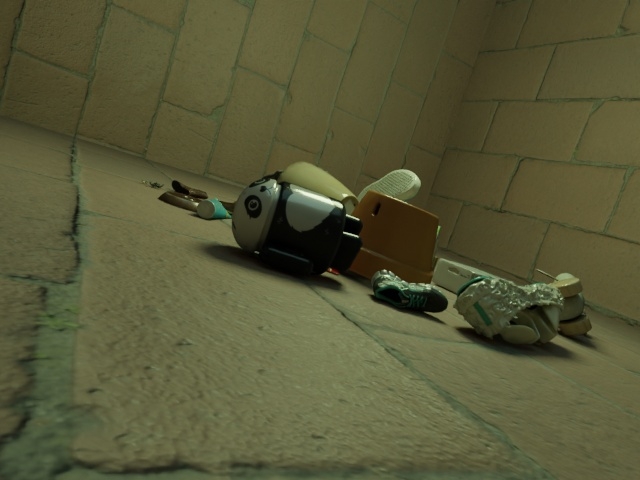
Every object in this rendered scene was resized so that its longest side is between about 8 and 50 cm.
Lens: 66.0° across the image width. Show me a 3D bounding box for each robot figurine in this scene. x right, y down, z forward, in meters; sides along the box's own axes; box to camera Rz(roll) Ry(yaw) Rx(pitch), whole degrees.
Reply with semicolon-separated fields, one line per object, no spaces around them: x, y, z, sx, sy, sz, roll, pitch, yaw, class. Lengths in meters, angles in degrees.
-0.050;-0.030;1.057;0.277;0.174;0.209;18;3;-10;robot figurine

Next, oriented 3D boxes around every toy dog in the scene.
0.720;0.187;1.516;0.160;0.220;0.333;-14;-17;24;toy dog

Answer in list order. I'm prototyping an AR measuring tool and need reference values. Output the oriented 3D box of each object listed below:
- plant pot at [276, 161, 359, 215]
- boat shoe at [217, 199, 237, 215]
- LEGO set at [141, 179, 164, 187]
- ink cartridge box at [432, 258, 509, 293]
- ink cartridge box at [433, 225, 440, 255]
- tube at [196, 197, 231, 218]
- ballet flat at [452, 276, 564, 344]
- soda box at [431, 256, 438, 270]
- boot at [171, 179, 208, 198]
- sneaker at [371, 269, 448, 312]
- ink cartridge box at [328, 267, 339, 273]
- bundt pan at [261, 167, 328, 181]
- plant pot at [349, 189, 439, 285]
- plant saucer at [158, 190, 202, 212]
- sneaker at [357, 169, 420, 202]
0.005;-0.140;1.817;0.256;0.257;0.273;12;8;-46;plant pot
-0.258;-0.101;1.593;0.177;0.060;0.064;19;-5;4;boat shoe
-0.580;-0.192;1.712;0.083;0.024;0.054;6;-4;33;LEGO set
0.490;0.135;1.603;0.208;0.087;0.153;15;7;-36;ink cartridge box
0.269;-0.021;1.897;0.353;0.119;0.207;20;-19;18;ink cartridge box
-0.311;-0.093;1.456;0.080;0.052;0.207;57;4;-3;tube
0.443;0.172;1.091;0.408;0.147;0.147;9;10;-41;ballet flat
0.388;0.067;2.037;0.181;0.062;0.058;22;8;32;soda box
-0.487;-0.189;1.850;0.106;0.037;0.114;35;15;23;boot
0.181;0.120;1.024;0.166;0.065;0.076;16;22;8;sneaker
-0.058;0.012;1.245;0.232;0.066;0.189;14;6;1;ink cartridge box
-0.113;-0.188;2.078;0.330;0.124;0.331;-11;-13;-2;bundt pan
0.180;-0.003;1.292;0.290;0.204;0.291;22;6;-2;plant pot
-0.404;-0.117;1.498;0.168;0.029;0.168;19;6;-2;plant saucer
0.287;-0.165;1.883;0.150;0.135;0.365;28;-16;-21;sneaker
